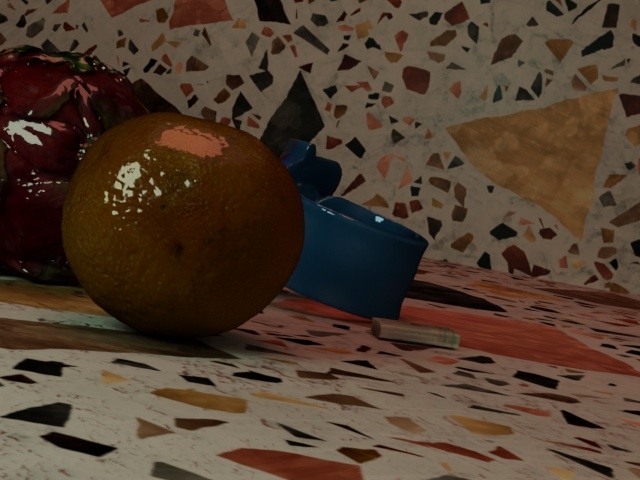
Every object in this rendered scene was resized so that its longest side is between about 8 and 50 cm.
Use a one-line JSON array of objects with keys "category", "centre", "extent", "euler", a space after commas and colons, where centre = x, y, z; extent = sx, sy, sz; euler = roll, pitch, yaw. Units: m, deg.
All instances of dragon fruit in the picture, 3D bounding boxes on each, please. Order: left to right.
[{"category": "dragon fruit", "centre": [-0.362, -0.102, 1.516], "extent": [0.329, 0.329, 0.329], "euler": [9, 4, -1]}]

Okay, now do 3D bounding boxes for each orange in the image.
[{"category": "orange", "centre": [-0.142, -0.017, 1.232], "extent": [0.264, 0.264, 0.264], "euler": [9, 4, -1]}]

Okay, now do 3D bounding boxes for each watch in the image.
[{"category": "watch", "centre": [0.000, 0.000, 1.670], "extent": [0.275, 0.241, 0.305], "euler": [26, 11, 25]}]

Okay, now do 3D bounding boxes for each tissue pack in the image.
[{"category": "tissue pack", "centre": [0.123, 0.120, 1.496], "extent": [0.108, 0.023, 0.056], "euler": [8, 4, -11]}]
